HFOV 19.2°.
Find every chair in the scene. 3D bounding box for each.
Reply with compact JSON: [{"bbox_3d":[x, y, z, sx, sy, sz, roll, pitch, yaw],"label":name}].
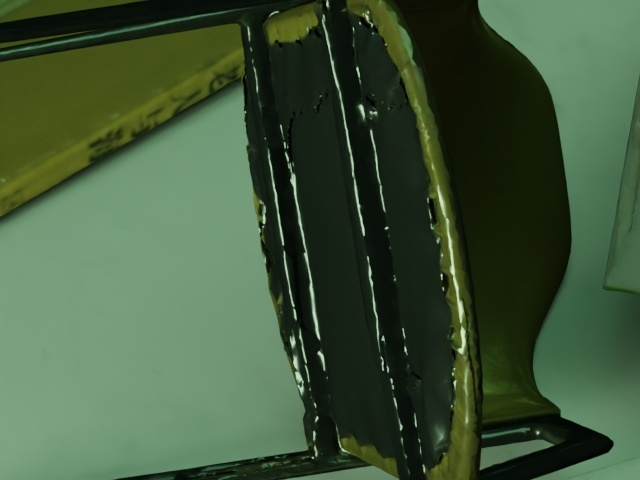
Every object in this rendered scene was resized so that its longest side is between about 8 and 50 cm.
[{"bbox_3d":[0.000,0.000,0.578,0.247,0.158,0.172,-11,7,-18],"label":"chair"}]

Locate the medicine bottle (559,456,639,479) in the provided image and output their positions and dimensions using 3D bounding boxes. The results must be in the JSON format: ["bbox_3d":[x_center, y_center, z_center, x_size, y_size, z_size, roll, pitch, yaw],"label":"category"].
[{"bbox_3d":[0.160,0.125,0.543,0.201,0.052,0.171,-13,45,-14],"label":"medicine bottle"}]

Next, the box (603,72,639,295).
[{"bbox_3d":[0.217,-0.066,0.667,0.194,0.111,0.260,12,29,12],"label":"box"}]

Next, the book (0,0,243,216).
[{"bbox_3d":[-0.184,-0.098,0.778,0.389,0.032,0.269,-33,55,-31],"label":"book"}]
